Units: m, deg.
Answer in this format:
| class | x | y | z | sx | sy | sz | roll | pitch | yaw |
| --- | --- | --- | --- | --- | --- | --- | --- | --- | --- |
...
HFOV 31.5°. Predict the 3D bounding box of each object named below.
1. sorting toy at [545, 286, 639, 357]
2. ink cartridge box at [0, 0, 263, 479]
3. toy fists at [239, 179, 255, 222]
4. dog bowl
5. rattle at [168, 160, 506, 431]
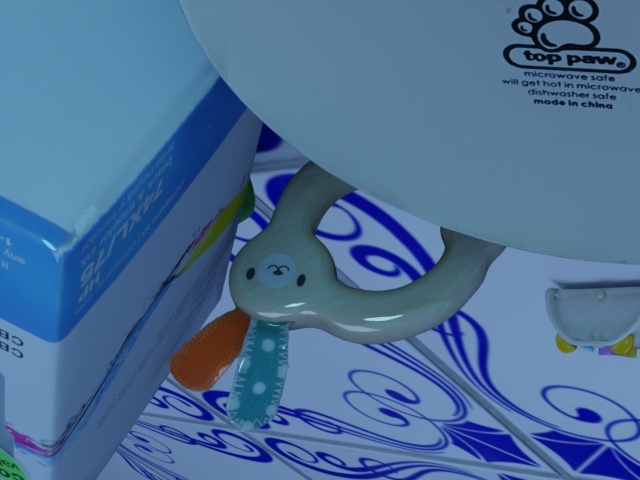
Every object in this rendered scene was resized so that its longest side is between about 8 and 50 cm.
| class | x | y | z | sx | sy | sz | roll | pitch | yaw |
| --- | --- | --- | --- | --- | --- | --- | --- | --- | --- |
| sorting toy | 0.198 | 0.057 | 0.725 | 0.075 | 0.045 | 0.083 | 18 | 165 | -37 |
| ink cartridge box | -0.159 | -0.023 | 0.553 | 0.198 | 0.197 | 0.270 | 27 | 142 | 6 |
| toy fists | -0.171 | -0.058 | 0.766 | 0.279 | 0.096 | 0.142 | 9 | 152 | 31 |
| dog bowl | 0.087 | -0.100 | 0.371 | 0.265 | 0.104 | 0.265 | 14 | 153 | 7 |
| rattle | 0.000 | 0.000 | 0.585 | 0.130 | 0.200 | 0.143 | 60 | 171 | 13 |
